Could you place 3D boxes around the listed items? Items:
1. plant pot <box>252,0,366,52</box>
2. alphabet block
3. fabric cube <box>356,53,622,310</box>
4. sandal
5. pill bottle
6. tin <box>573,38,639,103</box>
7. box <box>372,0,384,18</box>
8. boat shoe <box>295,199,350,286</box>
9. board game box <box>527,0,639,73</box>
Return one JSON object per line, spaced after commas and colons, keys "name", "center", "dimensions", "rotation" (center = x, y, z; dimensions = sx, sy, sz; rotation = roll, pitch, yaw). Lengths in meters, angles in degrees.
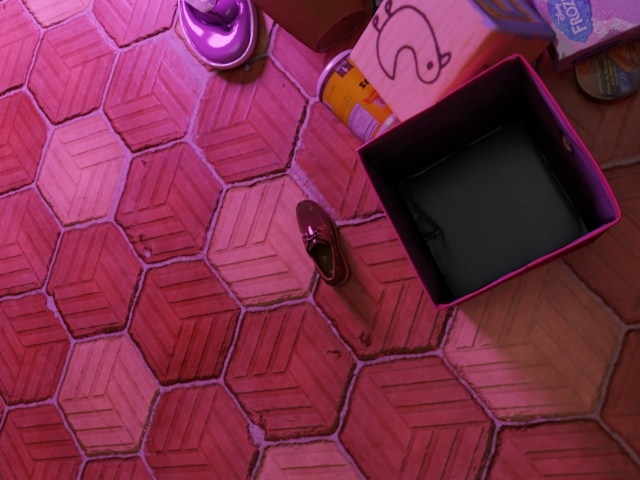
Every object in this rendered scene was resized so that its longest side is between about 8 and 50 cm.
{"name": "plant pot", "center": [-0.032, -0.486, 0.986], "dimensions": [0.237, 0.237, 0.254], "rotation": [-35, 88, 14]}
{"name": "alphabet block", "center": [0.201, -0.303, 0.842], "dimensions": [0.192, 0.193, 0.197], "rotation": [56, 135, 20]}
{"name": "fabric cube", "center": [0.246, -0.063, 0.807], "dimensions": [0.259, 0.258, 0.254], "rotation": [-29, 75, 16]}
{"name": "sandal", "center": [-0.249, -0.550, 1.121], "dimensions": [0.169, 0.102, 0.416], "rotation": [-19, 79, 18]}
{"name": "pill bottle", "center": [0.100, -0.230, 0.951], "dimensions": [0.117, 0.117, 0.215], "rotation": [-46, 72, 10]}
{"name": "tin", "center": [0.459, -0.313, 0.870], "dimensions": [0.106, 0.040, 0.190], "rotation": [-7, 83, 16]}
{"name": "box", "center": [0.145, -0.424, 1.002], "dimensions": [0.093, 0.027, 0.137], "rotation": [0, 85, 21]}
{"name": "boat shoe", "center": [0.000, 0.000, 0.996], "dimensions": [0.064, 0.060, 0.178], "rotation": [-27, 76, 16]}
{"name": "board game box", "center": [0.464, -0.471, 0.823], "dimensions": [0.318, 0.066, 0.319], "rotation": [-21, 80, 18]}
